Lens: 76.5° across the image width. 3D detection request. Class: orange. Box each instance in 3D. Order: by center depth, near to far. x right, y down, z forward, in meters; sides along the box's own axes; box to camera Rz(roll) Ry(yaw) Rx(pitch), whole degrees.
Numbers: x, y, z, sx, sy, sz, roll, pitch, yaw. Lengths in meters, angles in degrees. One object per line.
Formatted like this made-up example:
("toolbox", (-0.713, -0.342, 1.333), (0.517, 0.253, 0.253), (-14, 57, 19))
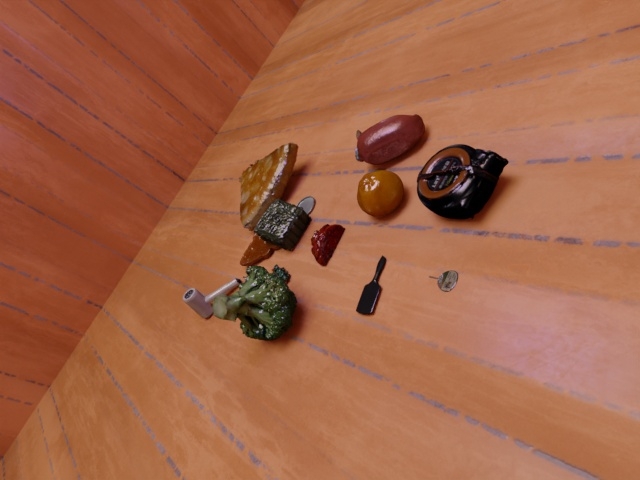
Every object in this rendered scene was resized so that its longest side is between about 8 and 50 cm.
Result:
("orange", (0.187, -0.156, 1.306), (0.159, 0.136, 0.158), (-31, 41, 31))

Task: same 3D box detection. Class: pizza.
("pizza", (-0.267, -0.275, 1.917), (0.439, 0.130, 0.406), (-60, 35, 5))

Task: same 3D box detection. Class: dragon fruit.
("dragon fruit", (0.000, 0.000, 1.422), (0.106, 0.083, 0.162), (8, 67, 53))

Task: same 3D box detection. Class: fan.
("fan", (0.316, 0.107, 1.044), (0.080, 0.003, 0.060), (-21, 44, 34))

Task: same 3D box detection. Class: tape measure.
("tape measure", (0.374, -0.159, 1.113), (0.202, 0.135, 0.223), (-61, 33, 3))

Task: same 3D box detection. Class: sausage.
("sausage", (0.237, -0.354, 1.424), (0.255, 0.148, 0.148), (-23, 44, 33))

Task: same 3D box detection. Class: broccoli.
("broccoli", (-0.209, 0.201, 1.312), (0.270, 0.270, 0.269), (-4, 85, 48))

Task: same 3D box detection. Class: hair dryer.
("hair dryer", (-0.434, 0.219, 1.678), (0.237, 0.131, 0.073), (-30, 36, 6))

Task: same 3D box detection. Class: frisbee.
("frisbee", (-0.065, -0.135, 1.665), (0.110, 0.014, 0.110), (-27, 42, 28))

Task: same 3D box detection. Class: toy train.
("toy train", (-0.154, 0.133, 1.504), (0.064, 0.044, 0.103), (-59, 35, 7))

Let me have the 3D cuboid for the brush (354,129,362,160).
("brush", (0.163, -0.395, 1.646), (0.070, 0.021, 0.196), (-32, 37, 26))

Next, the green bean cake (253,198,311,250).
("green bean cake", (-0.154, -0.067, 1.593), (0.182, 0.094, 0.173), (24, 75, 38))

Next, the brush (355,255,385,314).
("brush", (0.157, 0.128, 1.189), (0.063, 0.016, 0.193), (-1, 59, 46))

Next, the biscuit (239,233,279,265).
("biscuit", (-0.231, 0.009, 1.691), (0.280, 0.043, 0.183), (-48, 39, 7))
